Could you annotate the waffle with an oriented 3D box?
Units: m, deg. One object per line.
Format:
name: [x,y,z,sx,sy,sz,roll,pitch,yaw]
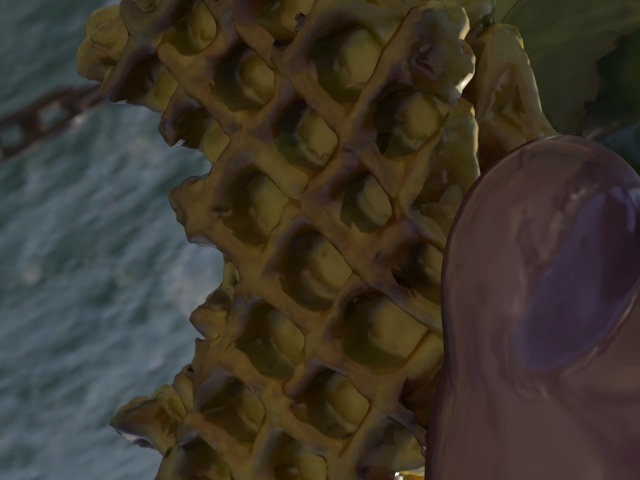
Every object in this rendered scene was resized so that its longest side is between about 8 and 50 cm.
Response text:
waffle: [0.000,0.000,1.018,0.151,0.324,0.261,-14,-170,-43]

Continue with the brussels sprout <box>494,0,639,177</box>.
brussels sprout: [0.157,-0.030,1.234,0.314,0.371,0.276,5,173,-24]

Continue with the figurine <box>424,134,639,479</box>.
figurine: [0.147,0.101,0.817,0.211,0.269,0.261,2,101,-73]
